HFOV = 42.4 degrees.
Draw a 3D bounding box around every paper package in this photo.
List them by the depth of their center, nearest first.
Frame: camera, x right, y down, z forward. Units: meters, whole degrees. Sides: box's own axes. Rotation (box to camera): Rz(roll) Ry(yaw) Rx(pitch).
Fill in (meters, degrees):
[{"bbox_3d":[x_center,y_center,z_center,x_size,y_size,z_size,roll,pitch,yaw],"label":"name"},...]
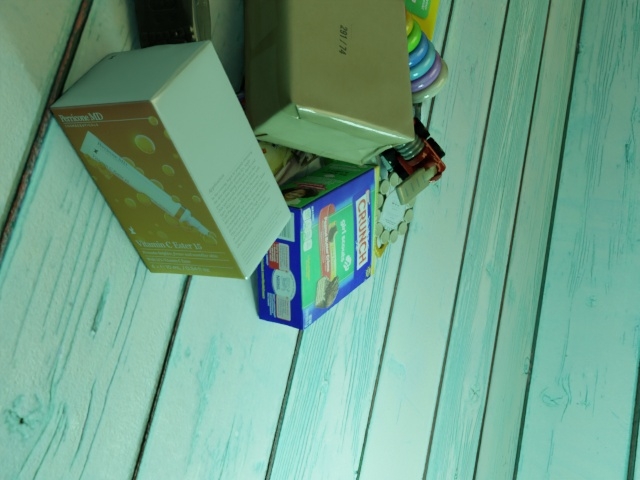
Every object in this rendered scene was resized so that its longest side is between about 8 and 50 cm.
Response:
[{"bbox_3d":[0.017,-0.343,1.600,0.310,0.168,0.324,10,70,-35],"label":"paper package"}]

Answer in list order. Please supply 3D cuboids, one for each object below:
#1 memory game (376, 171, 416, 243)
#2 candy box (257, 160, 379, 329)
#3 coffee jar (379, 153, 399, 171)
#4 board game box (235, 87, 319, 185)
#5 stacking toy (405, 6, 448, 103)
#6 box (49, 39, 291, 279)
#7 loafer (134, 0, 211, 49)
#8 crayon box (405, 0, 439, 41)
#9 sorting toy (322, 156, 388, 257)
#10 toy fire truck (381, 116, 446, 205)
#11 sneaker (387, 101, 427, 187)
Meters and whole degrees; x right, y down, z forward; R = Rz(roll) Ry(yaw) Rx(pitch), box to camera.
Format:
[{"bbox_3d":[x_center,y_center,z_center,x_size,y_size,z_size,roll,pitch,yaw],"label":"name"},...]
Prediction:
[{"bbox_3d":[0.179,-0.080,2.033,0.186,0.012,0.186,-21,119,-46],"label":"memory game"},{"bbox_3d":[0.000,0.000,1.739,0.317,0.122,0.268,-35,131,-53],"label":"candy box"},{"bbox_3d":[0.158,-0.265,1.978,0.184,0.096,0.079,60,-6,-4],"label":"coffee jar"},{"bbox_3d":[-0.115,-0.207,1.651,0.347,0.056,0.208,-42,122,-48],"label":"board game box"},{"bbox_3d":[0.167,-0.454,1.832,0.330,0.141,0.141,47,53,-49],"label":"stacking toy"},{"bbox_3d":[-0.227,-0.120,1.320,0.168,0.215,0.345,-57,136,-38],"label":"box"},{"bbox_3d":[-0.249,-0.439,1.375,0.130,0.134,0.365,-65,158,-70],"label":"loafer"},{"bbox_3d":[0.163,-0.680,1.908,0.313,0.106,0.362,11,90,-45],"label":"crayon box"},{"bbox_3d":[0.082,-0.102,1.969,0.196,0.047,0.347,-47,130,-41],"label":"sorting toy"},{"bbox_3d":[0.182,-0.194,1.809,0.217,0.158,0.246,50,5,-18],"label":"toy fire truck"},{"bbox_3d":[0.186,-0.274,2.078,0.153,0.101,0.268,23,72,-49],"label":"sneaker"}]
